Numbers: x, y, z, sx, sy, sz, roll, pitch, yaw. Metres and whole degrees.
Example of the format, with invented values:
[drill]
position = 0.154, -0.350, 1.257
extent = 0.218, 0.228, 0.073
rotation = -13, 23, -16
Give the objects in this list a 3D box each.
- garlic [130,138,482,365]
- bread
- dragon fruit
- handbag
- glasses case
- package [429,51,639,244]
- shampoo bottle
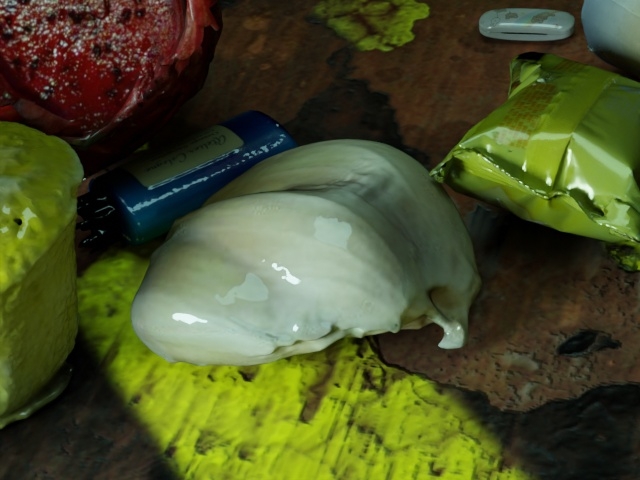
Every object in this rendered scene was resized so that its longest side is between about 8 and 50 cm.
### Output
[garlic]
position = 0.000, 0.000, 1.142
extent = 0.228, 0.110, 0.217
rotation = 7, 36, 19
[bread]
position = -0.248, 0.020, 1.105
extent = 0.197, 0.170, 0.197
rotation = -4, 36, 3
[dragon fruit]
position = -0.224, -0.177, 1.262
extent = 0.296, 0.302, 0.295
rotation = 3, 77, -14
[handbag]
position = 0.285, -0.160, 1.307
extent = 0.117, 0.095, 0.173
rotation = 21, 18, -36
[glasses case]
position = 0.179, -0.188, 1.420
extent = 0.083, 0.021, 0.032
rotation = 5, 41, 16
[package]
position = 0.184, -0.070, 1.195
extent = 0.168, 0.090, 0.226
rotation = 20, 32, 17
[shampoo bottle]
position = -0.111, -0.044, 1.261
extent = 0.183, 0.050, 0.087
rotation = -26, 36, -22
